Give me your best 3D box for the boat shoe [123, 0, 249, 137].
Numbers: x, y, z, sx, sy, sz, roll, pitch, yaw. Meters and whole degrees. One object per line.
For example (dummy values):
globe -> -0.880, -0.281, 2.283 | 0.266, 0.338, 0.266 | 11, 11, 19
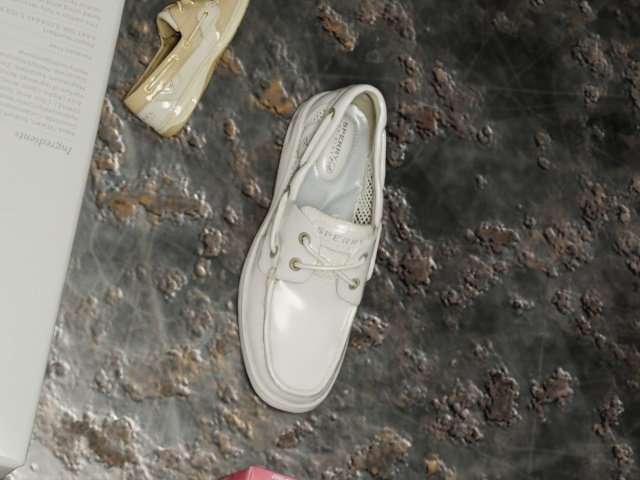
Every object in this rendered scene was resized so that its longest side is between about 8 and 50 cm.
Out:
boat shoe -> -0.108, -0.169, 1.588 | 0.059, 0.063, 0.170 | 30, 70, -19

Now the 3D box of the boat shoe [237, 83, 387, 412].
boat shoe -> 0.000, 0.000, 1.577 | 0.098, 0.096, 0.277 | 14, 74, -19

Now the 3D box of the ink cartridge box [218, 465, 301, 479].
ink cartridge box -> -0.024, 0.304, 1.506 | 0.158, 0.092, 0.218 | 20, 71, -16

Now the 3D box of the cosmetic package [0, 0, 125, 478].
cosmetic package -> -0.269, -0.014, 1.398 | 0.156, 0.217, 0.385 | 18, 66, -17
